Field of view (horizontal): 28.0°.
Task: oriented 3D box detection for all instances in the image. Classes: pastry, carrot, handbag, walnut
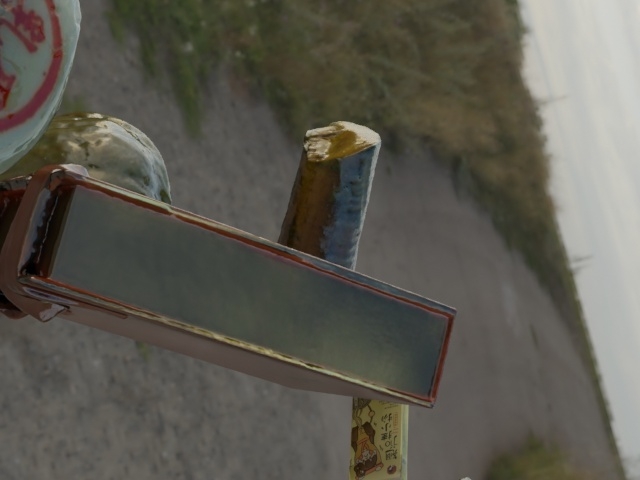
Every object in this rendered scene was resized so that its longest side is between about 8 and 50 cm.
[{"bbox_3d":[-0.305,-0.155,0.973,0.264,0.133,0.265,-2,94,-39],"label":"pastry"},{"bbox_3d":[0.000,0.000,1.661,0.114,0.114,0.302,-68,170,-74],"label":"carrot"},{"bbox_3d":[-0.055,0.024,0.554,0.190,0.127,0.063,21,78,-28],"label":"handbag"},{"bbox_3d":[-0.322,-0.040,1.613,0.227,0.283,0.283,55,21,-75],"label":"walnut"}]

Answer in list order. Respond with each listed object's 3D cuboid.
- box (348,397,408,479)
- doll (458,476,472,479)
[{"bbox_3d":[0.070,0.232,1.541,0.020,0.073,0.149,46,36,-43],"label":"box"},{"bbox_3d":[0.183,0.323,1.090,0.091,0.285,0.203,155,-46,-71],"label":"doll"}]
